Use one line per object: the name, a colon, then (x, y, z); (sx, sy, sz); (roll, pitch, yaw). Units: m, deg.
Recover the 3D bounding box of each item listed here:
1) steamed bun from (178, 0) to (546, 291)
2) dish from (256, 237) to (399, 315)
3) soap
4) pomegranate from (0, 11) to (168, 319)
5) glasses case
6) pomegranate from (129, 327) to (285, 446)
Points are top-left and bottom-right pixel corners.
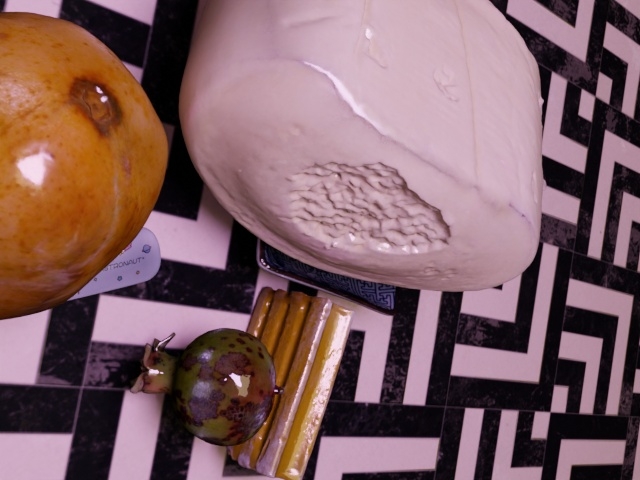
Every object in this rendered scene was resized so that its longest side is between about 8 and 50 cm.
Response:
steamed bun: (0.051, -0.153, 0.879); (0.456, 0.290, 0.371); (30, 50, -26)
dish: (0.000, 0.000, 1.019); (0.243, 0.080, 0.182); (23, 58, -34)
soap: (-0.052, 0.184, 0.964); (0.073, 0.140, 0.232); (27, 75, -37)
pomegranate: (-0.282, -0.068, 0.659); (0.307, 0.307, 0.307); (-3, 95, -39)
glasses case: (-0.267, 0.028, 0.838); (0.178, 0.045, 0.067); (-14, 101, -38)
pomegranate: (-0.131, 0.163, 0.871); (0.169, 0.148, 0.148); (31, 71, -5)
